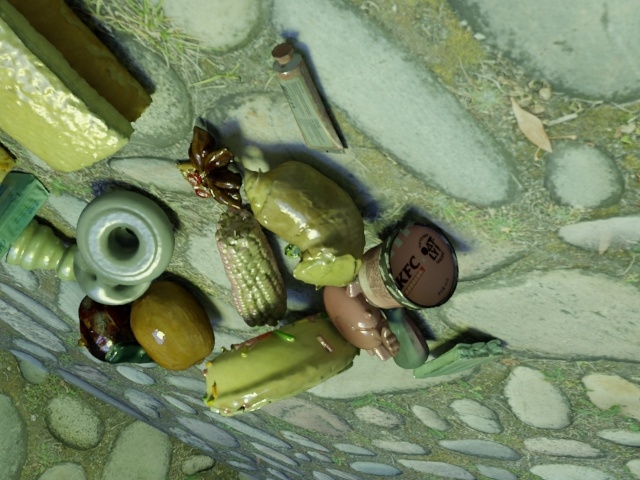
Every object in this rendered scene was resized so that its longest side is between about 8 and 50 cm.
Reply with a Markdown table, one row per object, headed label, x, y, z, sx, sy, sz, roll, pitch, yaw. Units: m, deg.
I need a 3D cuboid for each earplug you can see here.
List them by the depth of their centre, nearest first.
| label | x | y | z | sx | sy | sz | roll | pitch | yaw |
| --- | --- | --- | --- | --- | --- | --- | --- | --- | --- |
| earplug | -0.448 | 0.018 | 1.324 | 0.214 | 0.175 | 0.325 | 33 | 137 | -9 |

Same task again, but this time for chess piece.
| label | x | y | z | sx | sy | sz | roll | pitch | yaw |
| --- | --- | --- | --- | --- | --- | --- | --- | --- | --- |
| chess piece | -0.677 | 0.050 | 1.534 | 0.243 | 0.133 | 0.133 | 27 | 147 | -17 |

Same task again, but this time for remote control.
| label | x | y | z | sx | sy | sz | roll | pitch | yaw |
| --- | --- | --- | --- | --- | --- | --- | --- | --- | --- |
| remote control | -0.495 | 0.309 | 1.613 | 0.042 | 0.072 | 0.222 | 44 | -167 | 28 |

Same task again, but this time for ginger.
| label | x | y | z | sx | sy | sz | roll | pitch | yaw |
| --- | --- | --- | --- | --- | --- | --- | --- | --- | --- |
| ginger | -0.018 | -0.038 | 0.998 | 0.267 | 0.152 | 0.138 | 50 | 145 | -1 |

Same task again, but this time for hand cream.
| label | x | y | z | sx | sy | sz | roll | pitch | yaw |
| --- | --- | --- | --- | --- | --- | --- | --- | --- | --- |
| hand cream | -0.019 | -0.199 | 0.863 | 0.067 | 0.043 | 0.209 | 7 | 150 | 25 |

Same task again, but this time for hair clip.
| label | x | y | z | sx | sy | sz | roll | pitch | yaw |
| --- | --- | --- | --- | --- | --- | --- | --- | --- | --- |
| hair clip | 0.000 | 0.000 | 1.141 | 0.188 | 0.033 | 0.060 | -19 | 132 | 42 |

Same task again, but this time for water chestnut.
| label | x | y | z | sx | sy | sz | roll | pitch | yaw |
| --- | --- | --- | --- | --- | --- | --- | --- | --- | --- |
| water chestnut | -0.579 | 0.230 | 1.684 | 0.223 | 0.238 | 0.223 | 46 | -177 | -3 |

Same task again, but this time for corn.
| label | x | y | z | sx | sy | sz | roll | pitch | yaw |
| --- | --- | --- | --- | --- | --- | --- | --- | --- | --- |
| corn | -0.144 | 0.065 | 1.253 | 0.127 | 0.126 | 0.335 | 12 | 142 | 14 |

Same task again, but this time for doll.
| label | x | y | z | sx | sy | sz | roll | pitch | yaw |
| --- | --- | --- | --- | --- | --- | --- | --- | --- | --- |
| doll | 0.075 | 0.154 | 1.203 | 0.262 | 0.093 | 0.211 | 30 | 145 | 56 |

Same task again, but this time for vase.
| label | x | y | z | sx | sy | sz | roll | pitch | yaw |
| --- | --- | --- | --- | --- | --- | --- | --- | --- | --- |
| vase | 0.177 | 0.191 | 1.280 | 0.086 | 0.086 | 0.214 | 2 | 138 | 28 |

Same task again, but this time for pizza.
| label | x | y | z | sx | sy | sz | roll | pitch | yaw |
| --- | --- | --- | --- | --- | --- | --- | --- | --- | --- |
| pizza | -0.217 | -0.114 | 1.107 | 0.099 | 0.029 | 0.100 | -5 | 139 | 34 |

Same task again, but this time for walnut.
| label | x | y | z | sx | sy | sz | roll | pitch | yaw |
| --- | --- | --- | --- | --- | --- | --- | --- | --- | --- |
| walnut | -0.393 | 0.242 | 1.560 | 0.203 | 0.203 | 0.298 | 1 | 130 | 29 |

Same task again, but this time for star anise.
| label | x | y | z | sx | sy | sz | roll | pitch | yaw |
| --- | --- | --- | --- | --- | --- | --- | --- | --- | --- |
| star anise | -0.182 | -0.120 | 1.010 | 0.168 | 0.057 | 0.168 | 46 | 162 | 20 |

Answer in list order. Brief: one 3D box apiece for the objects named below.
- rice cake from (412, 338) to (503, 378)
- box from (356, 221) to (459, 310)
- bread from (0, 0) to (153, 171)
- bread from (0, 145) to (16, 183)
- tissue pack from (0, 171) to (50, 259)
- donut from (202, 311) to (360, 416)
| label | x | y | z | sx | sy | sz | roll | pitch | yaw |
| --- | --- | --- | --- | --- | --- | --- | --- | --- | --- |
| rice cake | 0.304 | 0.274 | 1.318 | 0.124 | 0.038 | 0.211 | -3 | 156 | -19 |
| box | 0.147 | 0.056 | 1.038 | 0.151 | 0.151 | 0.135 | 33 | 154 | -16 |
| bread | -0.469 | -0.282 | 0.887 | 0.236 | 0.165 | 0.375 | -10 | 136 | 33 |
| bread | -0.817 | -0.217 | 1.233 | 0.185 | 0.114 | 0.274 | -3 | 138 | 33 |
| tissue pack | -0.766 | -0.036 | 1.325 | 0.177 | 0.263 | 0.089 | 7 | 148 | 23 |
| donut | -0.075 | 0.267 | 1.324 | 0.307 | 0.150 | 0.371 | -23 | 173 | 28 |
